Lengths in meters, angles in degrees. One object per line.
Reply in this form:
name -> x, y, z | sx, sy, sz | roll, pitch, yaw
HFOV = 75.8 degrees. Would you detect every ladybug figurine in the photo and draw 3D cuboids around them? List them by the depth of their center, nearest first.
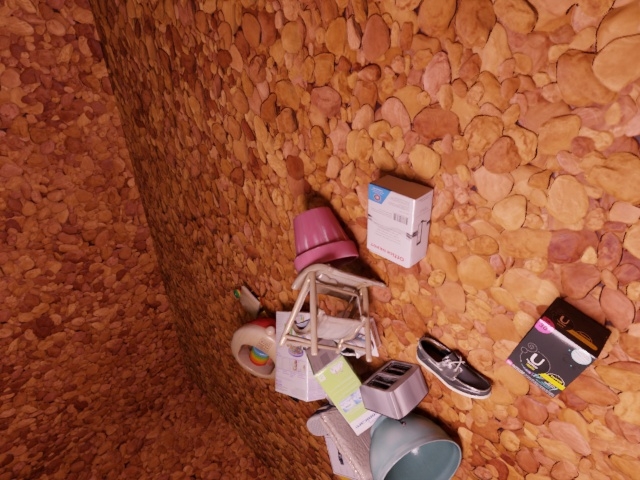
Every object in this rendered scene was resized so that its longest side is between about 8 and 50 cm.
ladybug figurine -> -0.261, 0.493, 1.923 | 0.305, 0.162, 0.449 | 32, 140, 1

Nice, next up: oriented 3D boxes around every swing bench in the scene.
swing bench -> 0.041, 0.214, 1.235 | 0.165, 0.253, 0.254 | -2, 73, 48

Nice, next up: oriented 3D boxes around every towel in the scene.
towel -> 0.132, 0.723, 1.489 | 0.282, 0.187, 0.049 | 46, 121, 41

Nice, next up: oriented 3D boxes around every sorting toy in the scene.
sorting toy -> -0.327, 0.303, 2.011 | 0.274, 0.046, 0.132 | 42, 140, 26

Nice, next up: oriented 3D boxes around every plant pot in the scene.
plant pot -> 0.000, 0.000, 1.298 | 0.201, 0.201, 0.180 | -36, 67, 54
plant pot -> 0.280, 0.686, 1.352 | 0.196, 0.293, 0.293 | -130, 29, -58

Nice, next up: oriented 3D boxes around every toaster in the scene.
toaster -> 0.240, 0.482, 1.327 | 0.186, 0.168, 0.110 | -7, 106, 53

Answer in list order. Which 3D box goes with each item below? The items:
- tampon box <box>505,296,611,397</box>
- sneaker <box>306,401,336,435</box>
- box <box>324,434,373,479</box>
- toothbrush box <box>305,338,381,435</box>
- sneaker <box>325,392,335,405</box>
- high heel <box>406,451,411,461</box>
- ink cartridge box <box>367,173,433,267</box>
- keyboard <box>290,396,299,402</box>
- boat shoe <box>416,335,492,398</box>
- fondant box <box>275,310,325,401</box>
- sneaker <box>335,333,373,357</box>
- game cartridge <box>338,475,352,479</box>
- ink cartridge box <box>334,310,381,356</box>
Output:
tampon box -> 0.507, 0.230, 0.885 | 0.120, 0.101, 0.161 | 38, 138, 28
sneaker -> 0.099, 0.730, 1.722 | 0.321, 0.127, 0.126 | -17, 96, 29
box -> 0.153, 0.866, 1.657 | 0.290, 0.087, 0.169 | -22, 81, 49
toothbrush box -> 0.081, 0.505, 1.466 | 0.283, 0.122, 0.206 | 55, 177, -14
sneaker -> -0.005, 0.572, 1.754 | 0.153, 0.101, 0.268 | -36, 78, 55
high heel -> 0.350, 0.824, 1.507 | 0.244, 0.082, 0.117 | 51, 146, 1
ink cartridge box -> 0.205, -0.052, 1.083 | 0.148, 0.086, 0.203 | 28, 134, 38
keyboard -> -0.167, 0.758, 2.129 | 0.100, 0.038, 0.192 | 17, 124, 45
boat shoe -> 0.370, 0.355, 1.155 | 0.233, 0.084, 0.079 | 31, 135, 40
fondant box -> -0.084, 0.451, 1.654 | 0.238, 0.096, 0.330 | -11, 78, 53
sneaker -> 0.083, 0.345, 1.387 | 0.191, 0.083, 0.071 | 7, 120, 51
game cartridge -> 0.185, 0.958, 1.746 | 0.324, 0.053, 0.285 | 20, 112, 47
ink cartridge box -> 0.137, 0.323, 1.435 | 0.198, 0.067, 0.115 | 2, 114, 52
